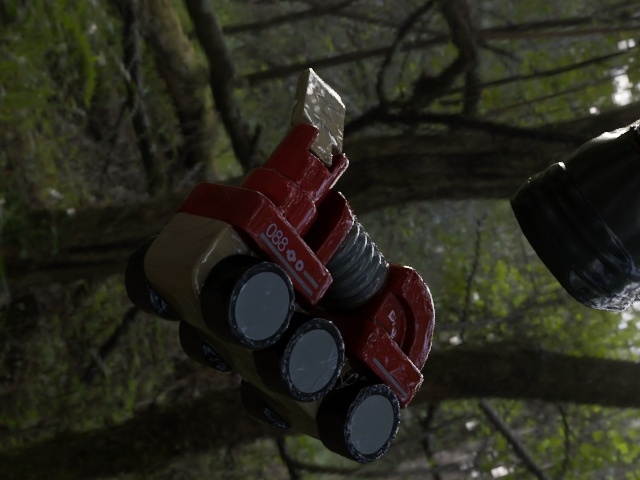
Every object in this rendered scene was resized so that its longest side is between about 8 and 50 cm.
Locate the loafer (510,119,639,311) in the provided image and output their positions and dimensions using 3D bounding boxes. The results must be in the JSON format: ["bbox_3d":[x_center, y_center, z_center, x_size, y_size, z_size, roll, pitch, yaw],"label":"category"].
[{"bbox_3d":[0.132,-0.010,0.372,0.170,0.061,0.062,-3,56,-59],"label":"loafer"}]

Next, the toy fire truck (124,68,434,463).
[{"bbox_3d":[0.000,0.000,0.760,0.158,0.246,0.217,12,-31,47],"label":"toy fire truck"}]
